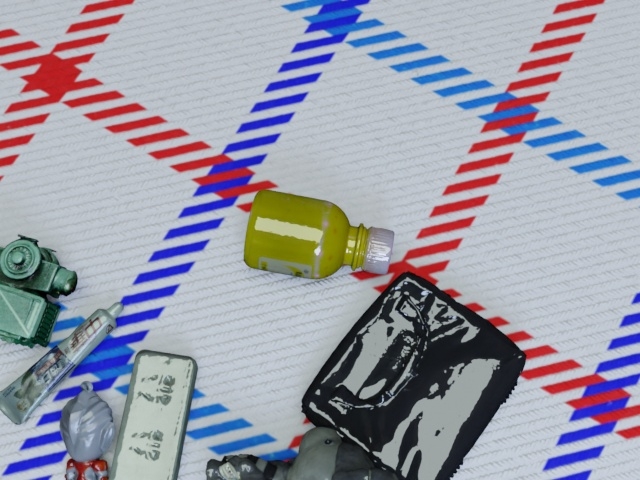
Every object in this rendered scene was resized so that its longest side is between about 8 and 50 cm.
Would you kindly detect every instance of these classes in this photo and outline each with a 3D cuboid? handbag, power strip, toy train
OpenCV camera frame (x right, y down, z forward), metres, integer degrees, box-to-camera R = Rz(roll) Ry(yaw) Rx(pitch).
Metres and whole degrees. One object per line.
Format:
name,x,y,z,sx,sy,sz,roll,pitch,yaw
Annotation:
handbag,0.136,0.207,1.404,0.244,0.088,0.275,35,80,11
power strip,-0.246,0.304,1.387,0.093,0.053,0.288,8,74,1
toy train,-0.494,0.058,1.424,0.269,0.115,0.154,16,83,3

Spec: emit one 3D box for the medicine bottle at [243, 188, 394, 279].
medicine bottle,0.000,0.000,1.439,0.212,0.122,0.122,11,75,2

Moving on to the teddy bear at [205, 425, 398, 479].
teddy bear,-0.017,0.340,1.334,0.251,0.171,0.144,-10,55,3

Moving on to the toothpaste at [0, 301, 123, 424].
toothpaste,-0.380,0.175,1.429,0.233,0.038,0.060,-44,78,-9

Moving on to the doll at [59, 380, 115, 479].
doll,-0.335,0.290,1.382,0.094,0.079,0.180,-1,87,23
